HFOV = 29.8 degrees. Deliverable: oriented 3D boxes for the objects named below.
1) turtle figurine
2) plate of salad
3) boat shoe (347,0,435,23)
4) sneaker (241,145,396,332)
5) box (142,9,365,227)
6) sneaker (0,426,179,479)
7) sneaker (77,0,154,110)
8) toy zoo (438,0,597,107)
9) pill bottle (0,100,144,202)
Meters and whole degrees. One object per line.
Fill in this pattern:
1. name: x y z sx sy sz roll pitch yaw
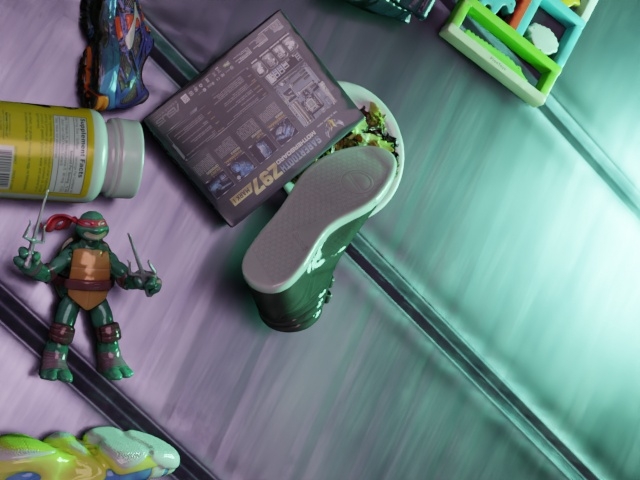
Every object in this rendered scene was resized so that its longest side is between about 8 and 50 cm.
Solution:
1. turtle figurine: -0.282 0.052 1.471 0.175 0.118 0.234 3 100 -8
2. plate of salad: 0.030 -0.124 1.657 0.199 0.048 0.200 2 84 -23
3. boat shoe: 0.125 -0.471 1.699 0.158 0.127 0.341 24 84 -26
4. sneaker: -0.001 0.000 1.597 0.104 0.147 0.296 28 56 21
5. box: -0.087 -0.158 1.571 0.232 0.059 0.183 -40 101 -3
6. sneaker: -0.295 0.299 1.472 0.240 0.091 0.126 6 101 -23
7. sneaker: -0.256 -0.270 1.540 0.087 0.083 0.221 6 88 -36
8. toy zoo: 0.320 -0.373 1.812 0.192 0.030 0.293 34 73 -17
9. pill bottle: -0.328 -0.106 1.462 0.208 0.119 0.119 3 84 -24
